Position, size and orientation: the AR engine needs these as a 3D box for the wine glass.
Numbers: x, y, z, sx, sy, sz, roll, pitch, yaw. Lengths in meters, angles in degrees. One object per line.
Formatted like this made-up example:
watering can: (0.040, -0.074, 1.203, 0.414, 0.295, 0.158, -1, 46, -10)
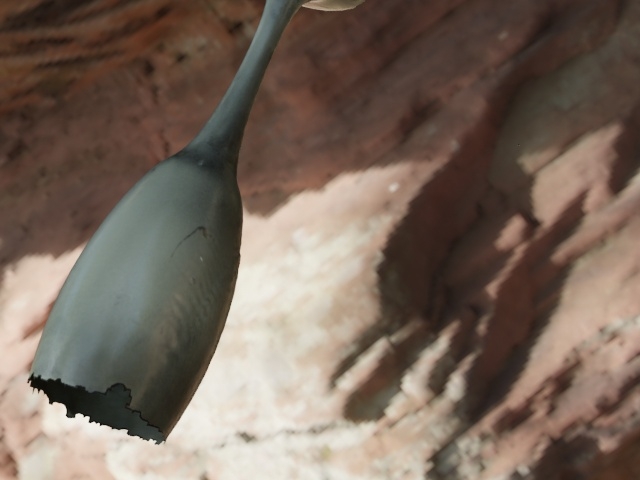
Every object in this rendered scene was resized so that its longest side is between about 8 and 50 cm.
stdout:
wine glass: (0.000, 0.000, 0.868, 0.096, 0.264, 0.310, -16, 49, 60)
